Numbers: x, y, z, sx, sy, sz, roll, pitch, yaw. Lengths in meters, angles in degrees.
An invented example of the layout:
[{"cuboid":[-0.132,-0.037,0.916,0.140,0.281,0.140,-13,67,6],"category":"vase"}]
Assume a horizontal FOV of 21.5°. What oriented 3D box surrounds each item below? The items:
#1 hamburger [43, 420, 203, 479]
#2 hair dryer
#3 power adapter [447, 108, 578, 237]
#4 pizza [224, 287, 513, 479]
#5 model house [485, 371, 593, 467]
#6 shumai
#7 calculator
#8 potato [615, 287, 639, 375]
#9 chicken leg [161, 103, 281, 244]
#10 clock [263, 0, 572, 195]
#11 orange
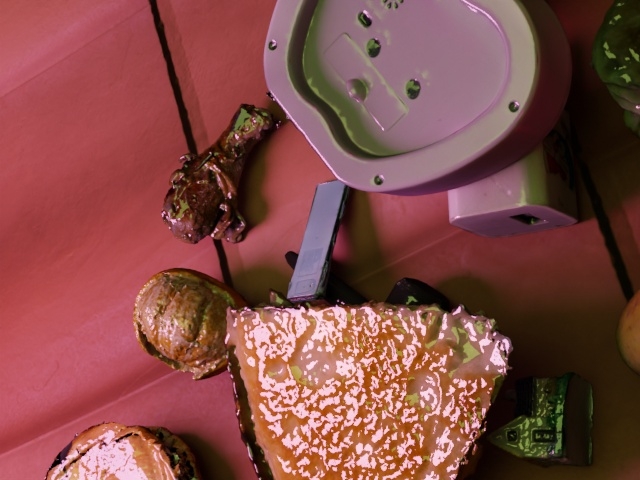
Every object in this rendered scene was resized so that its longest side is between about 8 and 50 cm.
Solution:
[{"cuboid":[-0.244,0.338,2.144,0.231,0.107,0.231,-10,71,29],"category":"hamburger"},{"cuboid":[0.046,0.063,2.048,0.248,0.070,0.114,38,103,41],"category":"hair dryer"},{"cuboid":[0.214,-0.118,1.926,0.125,0.130,0.205,-10,76,31],"category":"power adapter"},{"cuboid":[0.024,0.213,1.952,0.392,0.080,0.435,31,112,32],"category":"pizza"},{"cuboid":[0.242,0.198,1.871,0.100,0.088,0.101,-3,75,31],"category":"model house"},{"cuboid":[0.383,-0.201,1.853,0.184,0.142,0.184,2,69,-5],"category":"shumai"},{"cuboid":[0.000,0.000,2.070,0.057,0.018,0.172,-9,54,35],"category":"calculator"},{"cuboid":[0.421,0.064,1.746,0.298,0.176,0.141,-27,59,51],"category":"potato"},{"cuboid":[-0.133,-0.086,2.181,0.125,0.080,0.196,15,81,24],"category":"chicken leg"},{"cuboid":[0.105,-0.213,1.844,0.338,0.102,0.339,0,90,28],"category":"clock"},{"cuboid":[-0.159,0.107,2.107,0.156,0.156,0.134,22,102,34],"category":"orange"}]
